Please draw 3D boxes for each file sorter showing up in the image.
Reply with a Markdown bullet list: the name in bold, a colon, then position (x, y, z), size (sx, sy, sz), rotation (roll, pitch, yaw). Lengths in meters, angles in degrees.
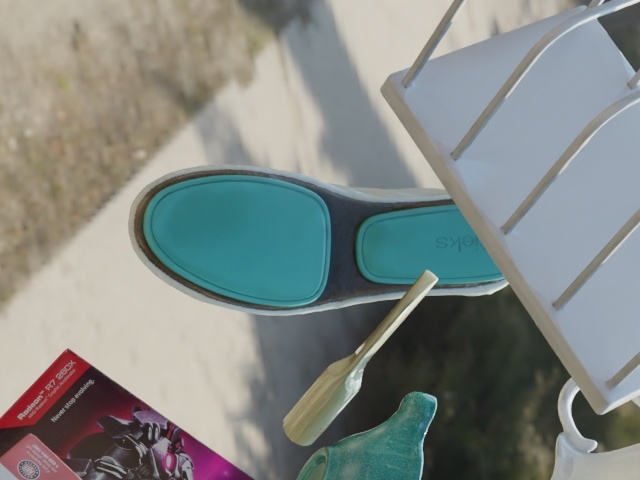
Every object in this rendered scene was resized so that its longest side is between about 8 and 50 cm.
- **file sorter**: position (0.215, -0.068, 1.271), size (0.278, 0.193, 0.173), rotation (57, -33, 17)

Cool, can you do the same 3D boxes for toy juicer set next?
- **toy juicer set**: position (0.012, 0.203, 1.344), size (0.209, 0.089, 0.329), rotation (-41, -155, 56)

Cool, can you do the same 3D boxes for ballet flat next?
- **ballet flat**: position (0.000, 0.000, 1.793), size (0.139, 0.400, 0.139), rotation (-179, -90, -69)

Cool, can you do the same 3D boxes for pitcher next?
- **pitcher**: position (0.304, 0.209, 1.694), size (0.125, 0.207, 0.178), rotation (39, 58, -65)

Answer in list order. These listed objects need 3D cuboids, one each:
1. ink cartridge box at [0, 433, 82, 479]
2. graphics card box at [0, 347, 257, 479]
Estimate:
- **ink cartridge box**: position (-0.263, 0.263, 1.498), size (0.198, 0.115, 0.067), rotation (-41, 165, -33)
- **graphics card box**: position (-0.196, 0.302, 1.941), size (0.233, 0.371, 0.094), rotation (-47, 160, -26)
